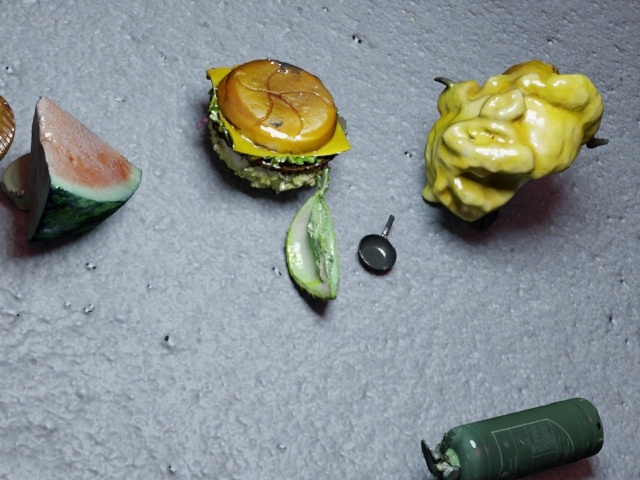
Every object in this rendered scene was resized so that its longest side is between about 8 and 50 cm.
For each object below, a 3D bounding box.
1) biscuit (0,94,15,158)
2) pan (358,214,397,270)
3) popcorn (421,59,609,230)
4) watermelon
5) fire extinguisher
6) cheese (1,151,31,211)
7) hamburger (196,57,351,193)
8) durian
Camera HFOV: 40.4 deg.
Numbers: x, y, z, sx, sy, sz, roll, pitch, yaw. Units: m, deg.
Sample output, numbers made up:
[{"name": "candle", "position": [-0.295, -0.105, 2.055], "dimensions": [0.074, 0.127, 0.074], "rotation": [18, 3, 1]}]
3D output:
[{"name": "biscuit", "position": [-0.548, -0.175, 1.285], "dimensions": [0.187, 0.027, 0.188], "rotation": [12, 55, -17]}, {"name": "pan", "position": [0.100, 0.005, 1.447], "dimensions": [0.068, 0.023, 0.115], "rotation": [29, 55, -3]}, {"name": "popcorn", "position": [0.298, -0.180, 1.484], "dimensions": [0.281, 0.297, 0.316], "rotation": [45, 84, -10]}, {"name": "watermelon", "position": [-0.326, -0.098, 1.212], "dimensions": [0.136, 0.202, 0.207], "rotation": [15, 32, 36]}, {"name": "fire extinguisher", "position": [0.275, 0.300, 1.281], "dimensions": [0.311, 0.114, 0.095], "rotation": [-8, 34, -26]}, {"name": "cheese", "position": [-0.385, -0.097, 1.291], "dimensions": [0.171, 0.047, 0.092], "rotation": [-17, 68, -32]}, {"name": "hamburger", "position": [-0.081, -0.191, 1.423], "dimensions": [0.243, 0.139, 0.262], "rotation": [1, 53, -23]}, {"name": "durian", "position": [0.000, 0.000, 1.359], "dimensions": [0.086, 0.100, 0.215], "rotation": [4, 67, -25]}]
